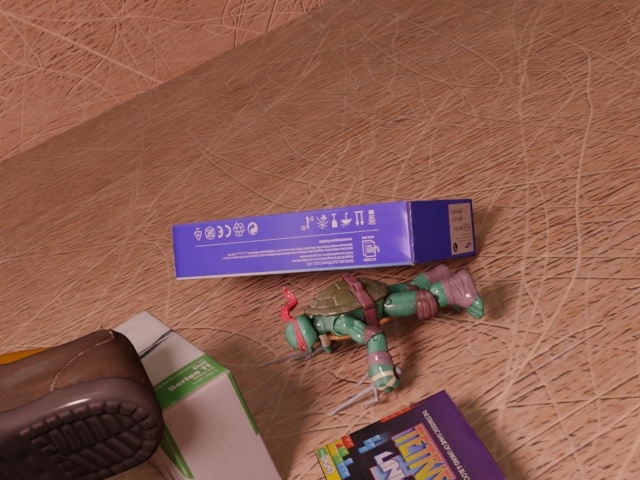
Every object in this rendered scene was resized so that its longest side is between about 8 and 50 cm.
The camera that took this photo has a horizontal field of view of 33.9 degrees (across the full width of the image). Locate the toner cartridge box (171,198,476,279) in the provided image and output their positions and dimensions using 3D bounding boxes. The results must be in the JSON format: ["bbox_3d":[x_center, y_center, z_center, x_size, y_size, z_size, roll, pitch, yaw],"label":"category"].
[{"bbox_3d":[0.000,0.000,1.301,0.347,0.075,0.165,-5,-1,34],"label":"toner cartridge box"}]

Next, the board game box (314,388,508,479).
[{"bbox_3d":[0.083,0.218,0.932,0.141,0.048,0.170,-26,26,-4],"label":"board game box"}]

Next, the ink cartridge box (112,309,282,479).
[{"bbox_3d":[-0.145,0.177,1.073,0.086,0.153,0.208,-33,29,-21],"label":"ink cartridge box"}]

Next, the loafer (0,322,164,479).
[{"bbox_3d":[-0.313,0.179,0.967,0.365,0.134,0.130,-15,38,6],"label":"loafer"}]

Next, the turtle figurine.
[{"bbox_3d":[0.049,0.092,1.135,0.234,0.118,0.175,-21,25,-9],"label":"turtle figurine"}]

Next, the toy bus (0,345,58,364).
[{"bbox_3d":[-0.378,0.247,1.151,0.108,0.130,0.333,-9,29,24],"label":"toy bus"}]
